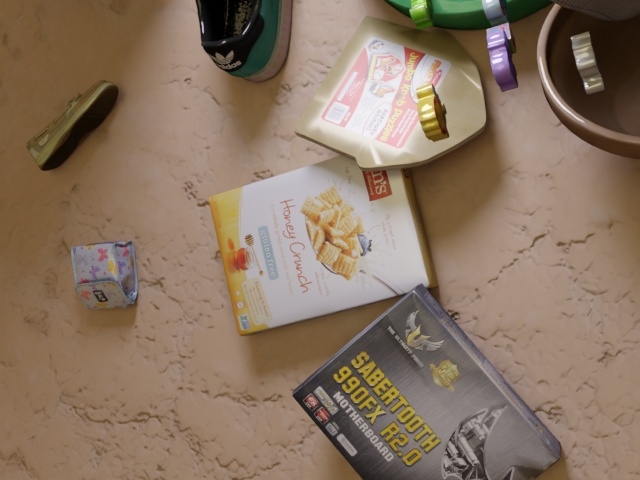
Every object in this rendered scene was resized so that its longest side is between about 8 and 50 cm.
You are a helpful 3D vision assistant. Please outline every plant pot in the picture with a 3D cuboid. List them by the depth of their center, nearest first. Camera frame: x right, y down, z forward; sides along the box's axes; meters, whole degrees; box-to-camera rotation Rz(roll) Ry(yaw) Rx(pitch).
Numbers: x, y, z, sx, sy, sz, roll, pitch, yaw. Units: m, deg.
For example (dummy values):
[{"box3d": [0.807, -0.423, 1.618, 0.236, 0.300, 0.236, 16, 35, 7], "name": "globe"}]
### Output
[{"box3d": [0.336, -0.162, 0.955, 0.237, 0.110, 0.237, -10, 58, 16], "name": "plant pot"}]

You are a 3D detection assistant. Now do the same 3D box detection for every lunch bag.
[{"box3d": [-0.272, 0.045, 1.245, 0.071, 0.053, 0.083, -4, 95, 23], "name": "lunch bag"}]

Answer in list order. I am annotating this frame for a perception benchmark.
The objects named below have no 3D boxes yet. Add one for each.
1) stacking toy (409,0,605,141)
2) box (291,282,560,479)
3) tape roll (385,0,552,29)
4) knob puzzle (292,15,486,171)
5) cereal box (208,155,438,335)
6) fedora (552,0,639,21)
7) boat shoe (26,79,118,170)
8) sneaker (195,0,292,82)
[{"box3d": [0.170, -0.206, 0.954, 0.167, 0.052, 0.221, -16, 53, 20], "name": "stacking toy"}, {"box3d": [0.112, 0.191, 1.056, 0.183, 0.056, 0.231, -42, 85, 16], "name": "box"}, {"box3d": [0.164, -0.396, 1.076, 0.321, 0.077, 0.321, -1, 88, 23], "name": "tape roll"}, {"box3d": [0.095, -0.152, 1.095, 0.213, 0.030, 0.213, -6, 63, 12], "name": "knob puzzle"}, {"box3d": [0.000, 0.000, 1.137, 0.240, 0.047, 0.173, -17, 82, 20], "name": "cereal box"}, {"box3d": [0.246, -0.276, 0.861, 0.244, 0.275, 0.124, 34, 127, 9], "name": "fedora"}, {"box3d": [-0.323, -0.156, 1.275, 0.153, 0.056, 0.048, -45, 77, 22], "name": "boat shoe"}, {"box3d": [-0.091, -0.344, 1.153, 0.108, 0.121, 0.302, -2, 86, 22], "name": "sneaker"}]
